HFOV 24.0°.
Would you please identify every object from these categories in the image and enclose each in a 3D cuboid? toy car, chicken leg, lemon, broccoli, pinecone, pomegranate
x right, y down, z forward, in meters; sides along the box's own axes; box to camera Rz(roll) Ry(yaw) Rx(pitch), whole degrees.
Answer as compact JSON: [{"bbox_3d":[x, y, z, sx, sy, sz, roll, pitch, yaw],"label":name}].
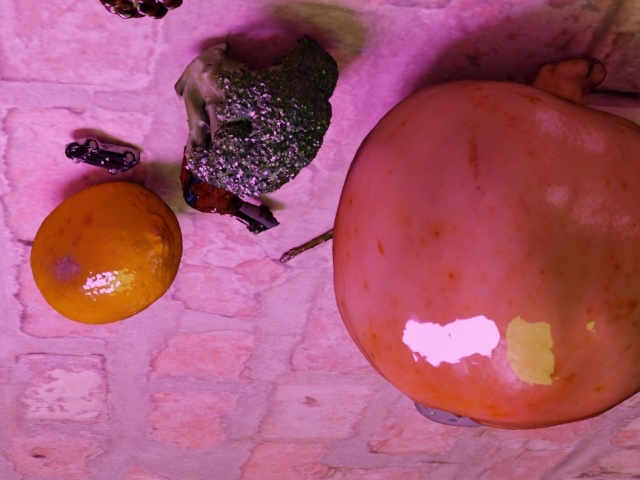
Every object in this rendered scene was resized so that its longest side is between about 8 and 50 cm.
[{"bbox_3d":[-0.250,-0.100,1.722,0.093,0.025,0.041,18,148,-41],"label":"toy car"},{"bbox_3d":[-0.110,-0.065,1.777,0.106,0.051,0.253,-9,157,4],"label":"chicken leg"},{"bbox_3d":[-0.253,0.015,1.802,0.207,0.170,0.170,-28,144,34],"label":"lemon"},{"bbox_3d":[-0.062,-0.130,1.535,0.195,0.156,0.195,-38,160,-16],"label":"broccoli"},{"bbox_3d":[-0.166,-0.246,1.345,0.102,0.102,0.109,15,178,-30],"label":"pinecone"},{"bbox_3d":[0.205,-0.004,1.568,0.411,0.411,0.411,-1,155,0],"label":"pomegranate"}]

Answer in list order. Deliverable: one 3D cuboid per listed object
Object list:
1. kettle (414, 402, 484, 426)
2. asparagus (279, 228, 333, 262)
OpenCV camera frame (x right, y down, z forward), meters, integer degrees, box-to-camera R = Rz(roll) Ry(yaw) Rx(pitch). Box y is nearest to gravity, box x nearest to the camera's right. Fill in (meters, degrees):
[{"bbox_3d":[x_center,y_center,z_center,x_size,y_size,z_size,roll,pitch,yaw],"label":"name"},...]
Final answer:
[{"bbox_3d":[0.208,0.088,1.860,0.240,0.255,0.165,11,141,-21],"label":"kettle"},{"bbox_3d":[0.000,0.000,1.959,0.016,0.013,0.166,31,141,-32],"label":"asparagus"}]
